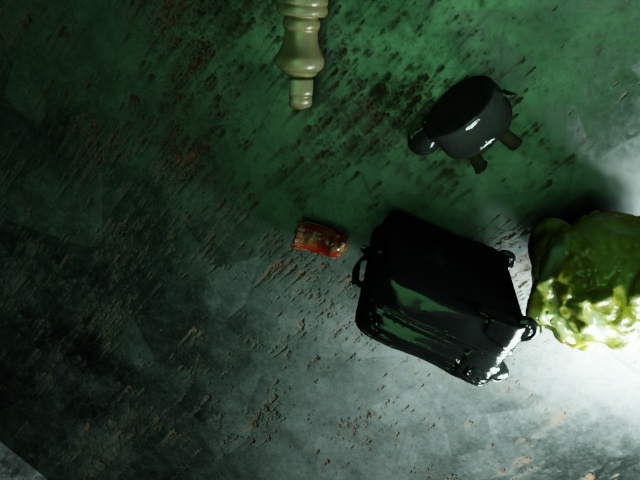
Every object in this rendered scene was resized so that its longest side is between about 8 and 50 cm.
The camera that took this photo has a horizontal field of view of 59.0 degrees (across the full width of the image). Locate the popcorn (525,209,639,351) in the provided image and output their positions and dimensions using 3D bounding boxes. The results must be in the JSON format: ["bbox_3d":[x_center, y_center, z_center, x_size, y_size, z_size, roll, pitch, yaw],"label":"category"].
[{"bbox_3d":[0.563,0.084,1.118,0.312,0.312,0.312,4,112,10],"label":"popcorn"}]

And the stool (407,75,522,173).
[{"bbox_3d":[0.290,-0.228,1.133,0.139,0.228,0.153,40,72,-27],"label":"stool"}]

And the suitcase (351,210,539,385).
[{"bbox_3d":[0.233,0.097,1.147,0.339,0.345,0.188,25,118,-1],"label":"suitcase"}]

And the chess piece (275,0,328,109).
[{"bbox_3d":[-0.038,-0.459,1.113,0.117,0.117,0.397,8,114,8],"label":"chess piece"}]

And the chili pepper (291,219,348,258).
[{"bbox_3d":[0.000,0.000,1.310,0.123,0.073,0.070,16,156,7],"label":"chili pepper"}]
